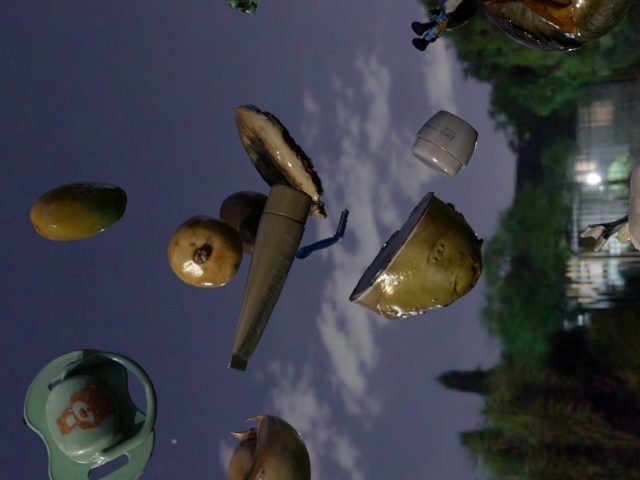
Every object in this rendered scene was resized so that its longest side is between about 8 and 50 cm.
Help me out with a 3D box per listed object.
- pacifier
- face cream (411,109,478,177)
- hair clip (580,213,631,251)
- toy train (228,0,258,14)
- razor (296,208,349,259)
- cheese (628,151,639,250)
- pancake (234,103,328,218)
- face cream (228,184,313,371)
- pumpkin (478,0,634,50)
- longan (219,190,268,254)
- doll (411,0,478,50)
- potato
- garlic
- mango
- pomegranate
[{"bbox_3d":[-0.488,0.407,2.008,0.343,0.288,0.269,61,172,20],"label":"pacifier"},{"bbox_3d":[0.244,-0.189,1.765,0.104,0.117,0.117,-56,-27,0],"label":"face cream"},{"bbox_3d":[0.721,-0.043,2.114,0.218,0.159,0.071,-23,-110,-28],"label":"hair clip"},{"bbox_3d":[-0.135,-0.580,2.024,0.099,0.172,0.070,61,174,21],"label":"toy train"},{"bbox_3d":[0.011,0.005,2.777,0.056,0.324,0.093,27,-119,-17],"label":"razor"},{"bbox_3d":[0.613,-0.087,1.536,0.154,0.189,0.198,-124,21,-53],"label":"cheese"},{"bbox_3d":[-0.105,-0.205,2.381,0.071,0.382,0.382,-38,-44,-11],"label":"pancake"},{"bbox_3d":[-0.100,0.070,1.632,0.137,0.084,0.341,64,-137,-77],"label":"face cream"},{"bbox_3d":[0.392,-0.477,1.501,0.192,0.320,0.320,-36,-57,-45],"label":"pumpkin"},{"bbox_3d":[-0.196,-0.049,2.635,0.212,0.198,0.198,32,-122,-46],"label":"longan"},{"bbox_3d":[0.256,-0.442,1.745,0.195,0.070,0.096,-39,-29,-19],"label":"doll"},{"bbox_3d":[0.216,0.072,1.913,0.196,0.300,0.246,39,-155,-2],"label":"potato"},{"bbox_3d":[-0.128,0.549,2.073,0.313,0.249,0.286,-69,-29,-52],"label":"garlic"},{"bbox_3d":[-0.477,-0.062,1.794,0.194,0.130,0.092,-23,-41,-31],"label":"mango"},{"bbox_3d":[-0.275,0.027,2.161,0.196,0.196,0.196,-2,-90,-67],"label":"pomegranate"}]
